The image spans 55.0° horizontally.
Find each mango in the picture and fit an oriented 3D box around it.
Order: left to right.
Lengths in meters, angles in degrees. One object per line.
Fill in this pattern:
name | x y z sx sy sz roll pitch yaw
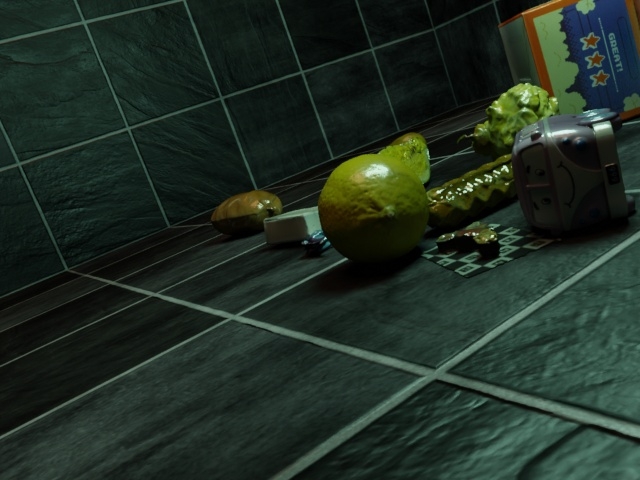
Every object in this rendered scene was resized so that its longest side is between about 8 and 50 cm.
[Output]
mango | 0.267 -0.286 2.017 0.136 0.099 0.227 -29 5 -18

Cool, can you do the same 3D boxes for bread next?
bread | 0.331 -0.113 1.100 0.367 0.084 0.077 -26 -28 -19

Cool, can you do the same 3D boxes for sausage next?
sausage | -0.218 -0.081 1.826 0.241 0.120 0.136 -11 29 39

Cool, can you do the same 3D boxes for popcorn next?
popcorn | 0.434 -0.259 1.381 0.173 0.169 0.195 -23 11 -27

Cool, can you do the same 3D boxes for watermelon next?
watermelon | 0.198 -0.180 1.529 0.123 0.129 0.301 -11 9 31

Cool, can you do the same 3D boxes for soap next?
soap | -0.041 -0.040 1.425 0.121 0.064 0.183 -21 9 -37

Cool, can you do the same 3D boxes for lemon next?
lemon | 0.085 -0.050 0.984 0.178 0.179 0.203 -22 10 -7

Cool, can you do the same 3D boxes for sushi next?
sushi | 0.228 -0.003 0.875 0.139 0.031 0.201 -21 11 -8

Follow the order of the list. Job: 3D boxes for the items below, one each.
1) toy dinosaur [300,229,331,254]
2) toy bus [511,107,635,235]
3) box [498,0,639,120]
toy dinosaur | 0.000 0.000 1.243 0.080 0.045 0.197 -29 4 -9
toy bus | 0.345 -0.099 0.855 0.142 0.142 0.202 -10 13 21
box | 0.637 -0.448 1.546 0.256 0.319 0.349 -16 11 11
